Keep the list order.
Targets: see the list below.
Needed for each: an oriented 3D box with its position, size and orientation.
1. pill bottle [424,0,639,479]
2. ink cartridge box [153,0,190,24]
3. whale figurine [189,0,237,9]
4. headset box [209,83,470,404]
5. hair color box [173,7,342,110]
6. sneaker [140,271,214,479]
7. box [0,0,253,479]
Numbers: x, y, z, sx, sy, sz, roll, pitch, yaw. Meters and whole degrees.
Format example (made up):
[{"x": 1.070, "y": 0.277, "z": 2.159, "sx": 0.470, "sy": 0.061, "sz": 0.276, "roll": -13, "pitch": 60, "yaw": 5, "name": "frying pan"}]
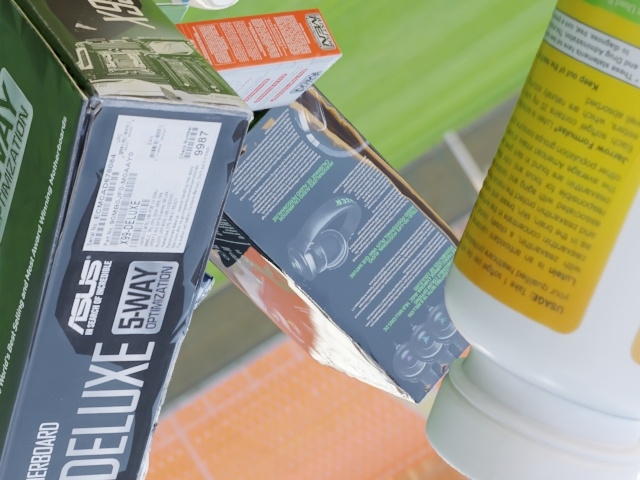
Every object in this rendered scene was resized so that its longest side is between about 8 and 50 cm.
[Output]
[{"x": 0.138, "y": -0.003, "z": 0.805, "sx": 0.246, "sy": 0.136, "sz": 0.136, "roll": -69, "pitch": 169, "yaw": 13, "name": "pill bottle"}, {"x": -0.172, "y": -0.209, "z": 1.493, "sx": 0.062, "sy": 0.109, "sz": 0.209, "roll": -7, "pitch": 152, "yaw": -33, "name": "ink cartridge box"}, {"x": -0.118, "y": -0.319, "z": 1.680, "sx": 0.141, "sy": 0.216, "sz": 0.272, "roll": -69, "pitch": -164, "yaw": -11, "name": "whale figurine"}, {"x": 0.000, "y": 0.000, "z": 1.509, "sx": 0.131, "sy": 0.283, "sz": 0.246, "roll": -48, "pitch": -163, "yaw": -11, "name": "headset box"}, {"x": -0.061, "y": -0.122, "z": 1.230, "sx": 0.141, "sy": 0.043, "sz": 0.072, "roll": -12, "pitch": 161, "yaw": -43, "name": "hair color box"}, {"x": -0.170, "y": 0.107, "z": 1.616, "sx": 0.153, "sy": 0.099, "sz": 0.282, "roll": -50, "pitch": 153, "yaw": -36, "name": "sneaker"}, {"x": -0.149, "y": 0.016, "z": 0.820, "sx": 0.076, "sy": 0.242, "sz": 0.307, "roll": 1, "pitch": 121, "yaw": -32, "name": "box"}]
